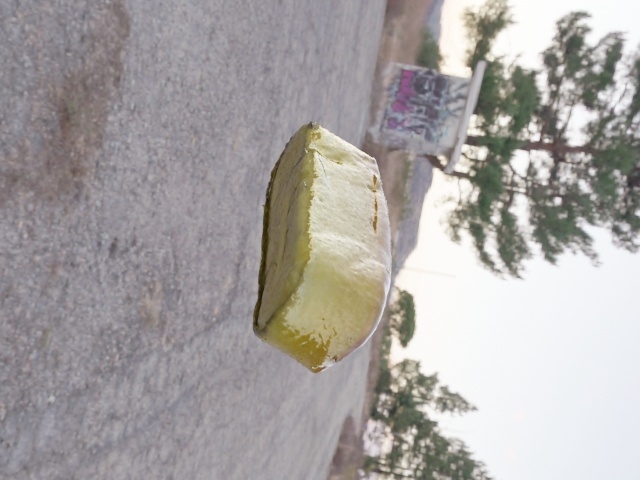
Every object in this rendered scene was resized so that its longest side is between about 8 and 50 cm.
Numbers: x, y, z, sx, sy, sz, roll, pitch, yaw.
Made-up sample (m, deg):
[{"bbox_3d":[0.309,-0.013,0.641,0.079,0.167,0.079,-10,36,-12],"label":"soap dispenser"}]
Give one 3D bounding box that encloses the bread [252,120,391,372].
[{"bbox_3d":[0.000,0.000,0.580,0.102,0.094,0.245,-48,-155,31],"label":"bread"}]
